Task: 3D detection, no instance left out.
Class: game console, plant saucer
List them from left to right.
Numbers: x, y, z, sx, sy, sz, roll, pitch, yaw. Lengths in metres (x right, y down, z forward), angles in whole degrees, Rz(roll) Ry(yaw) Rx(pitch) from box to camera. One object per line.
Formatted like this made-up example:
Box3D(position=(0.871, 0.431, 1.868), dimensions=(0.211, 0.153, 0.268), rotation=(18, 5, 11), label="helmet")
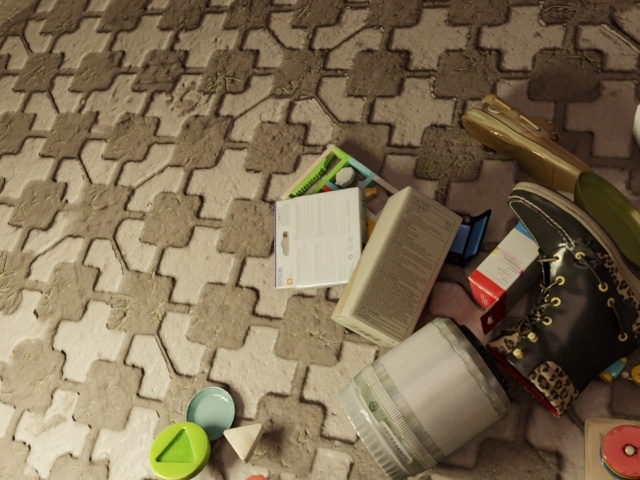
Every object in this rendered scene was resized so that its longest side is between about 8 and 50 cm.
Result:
Box3D(position=(-0.242, 0.387, 1.476), dimensions=(0.119, 0.021, 0.119), rotation=(-7, 64, 15), label="plant saucer")
Box3D(position=(0.309, -0.012, 1.451), dimensions=(0.107, 0.071, 0.122), rotation=(13, 70, 24), label="game console")
Box3D(position=(0.577, -0.031, 1.304), dimensions=(0.037, 0.241, 0.241), rotation=(-45, 52, 37), label="plant saucer")

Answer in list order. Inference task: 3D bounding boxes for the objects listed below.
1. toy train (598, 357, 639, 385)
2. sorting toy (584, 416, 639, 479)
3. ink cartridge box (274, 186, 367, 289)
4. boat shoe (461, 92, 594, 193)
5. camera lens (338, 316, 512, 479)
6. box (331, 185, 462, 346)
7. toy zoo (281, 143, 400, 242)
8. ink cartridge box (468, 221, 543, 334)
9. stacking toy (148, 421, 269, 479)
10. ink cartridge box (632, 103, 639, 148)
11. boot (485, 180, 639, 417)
Box3D(position=(0.592, 0.220, 1.258), dimensions=(0.166, 0.046, 0.125), rotation=(-4, 53, 20), label="toy train")
Box3D(position=(0.588, 0.435, 1.125), dimensions=(0.255, 0.089, 0.257), rotation=(0, 65, 19), label="sorting toy")
Box3D(position=(0.000, 0.000, 1.535), dimensions=(0.224, 0.045, 0.223), rotation=(-7, 75, 25), label="ink cartridge box")
Box3D(position=(0.471, -0.226, 1.470), dimensions=(0.110, 0.121, 0.341), rotation=(-46, 58, -5), label="boat shoe")
Box3D(position=(0.200, 0.294, 1.252), dimensions=(0.274, 0.219, 0.219), rotation=(-35, 59, 0), label="camera lens")
Box3D(position=(0.162, 0.058, 1.407), dimensions=(0.148, 0.121, 0.311), rotation=(31, 74, -10), label="box")
Box3D(position=(0.067, -0.090, 1.596), dimensions=(0.192, 0.030, 0.293), rotation=(-46, 60, -6), label="toy zoo")
Box3D(position=(0.379, 0.071, 1.349), dimensions=(0.231, 0.134, 0.078), rotation=(-46, 60, -7), label="ink cartridge box")
Box3D(position=(-0.234, 0.532, 1.377), dimensions=(0.309, 0.130, 0.279), rotation=(-5, 45, 11), label="stacking toy")
Box3D(position=(0.784, -0.174, 1.339), dimensions=(0.198, 0.115, 0.273), rotation=(-17, 61, 11), label="ink cartridge box")
Box3D(position=(0.416, 0.107, 1.211), dimensions=(0.284, 0.138, 0.377), rotation=(-43, 95, -5), label="boot")
